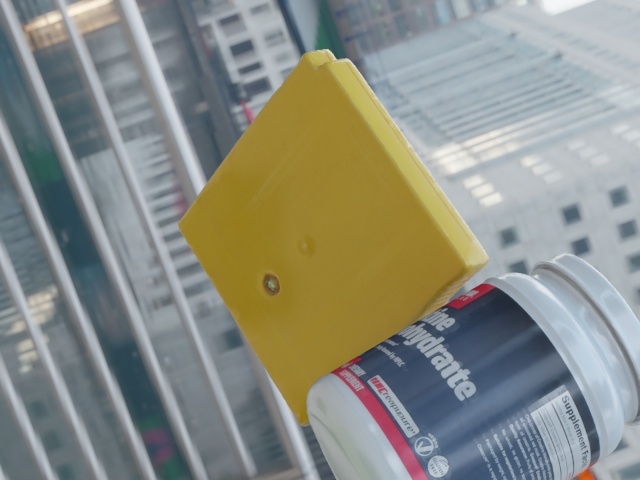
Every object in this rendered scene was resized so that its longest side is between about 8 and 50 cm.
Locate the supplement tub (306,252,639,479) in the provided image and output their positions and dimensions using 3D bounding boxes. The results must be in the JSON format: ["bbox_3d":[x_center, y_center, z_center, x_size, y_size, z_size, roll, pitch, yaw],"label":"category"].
[{"bbox_3d":[0.143,0.147,1.142,0.191,0.272,0.191,56,-12,19],"label":"supplement tub"}]

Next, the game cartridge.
[{"bbox_3d":[0.000,0.000,1.357,0.285,0.053,0.323,57,-47,16],"label":"game cartridge"}]
